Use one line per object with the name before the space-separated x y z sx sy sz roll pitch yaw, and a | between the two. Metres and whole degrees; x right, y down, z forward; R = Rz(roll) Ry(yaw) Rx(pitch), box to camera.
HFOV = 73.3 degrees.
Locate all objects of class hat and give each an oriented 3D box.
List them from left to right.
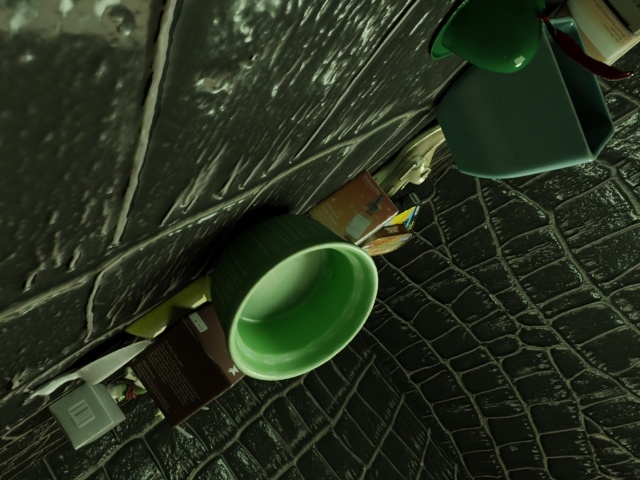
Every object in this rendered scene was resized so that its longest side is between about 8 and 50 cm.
hat | 0.258 -0.228 0.536 0.209 0.183 0.173 -32 172 -42

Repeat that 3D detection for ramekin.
ramekin | -0.056 0.098 0.812 0.304 0.148 0.303 -19 129 -25

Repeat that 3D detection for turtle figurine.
turtle figurine | -0.514 0.506 1.353 0.267 0.274 0.197 -3 -155 -2

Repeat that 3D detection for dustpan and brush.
dustpan and brush | -0.446 0.249 0.838 0.147 0.060 0.211 -29 -171 49

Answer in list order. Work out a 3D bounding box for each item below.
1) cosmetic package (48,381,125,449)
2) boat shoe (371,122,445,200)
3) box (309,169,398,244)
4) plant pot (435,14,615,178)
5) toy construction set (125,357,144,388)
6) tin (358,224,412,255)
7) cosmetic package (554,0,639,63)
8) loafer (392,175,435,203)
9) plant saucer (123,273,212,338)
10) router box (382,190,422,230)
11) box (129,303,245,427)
cosmetic package | -0.596 0.448 1.117 0.107 0.127 0.238 -34 172 -27
boat shoe | 0.239 -0.191 1.111 0.302 0.098 0.109 -40 173 28
box | 0.078 -0.062 1.036 0.171 0.130 0.091 -37 173 -3
plant pot | 0.384 -0.257 0.855 0.252 0.246 0.248 -17 -170 46
toy construction set | -0.382 0.336 1.213 0.328 0.151 0.215 -37 147 16
tin | 0.162 0.002 1.150 0.190 0.040 0.106 -8 150 -39
cosmetic package | 0.574 -0.441 0.883 0.129 0.153 0.296 -36 173 9
loafer | 0.195 -0.126 1.316 0.366 0.133 0.130 -22 171 -28
plant saucer | -0.301 0.154 0.928 0.188 0.045 0.188 -36 174 -12
router box | 0.200 -0.053 1.184 0.133 0.046 0.179 -27 160 -6
box | -0.257 0.257 0.934 0.203 0.168 0.167 -39 174 23
